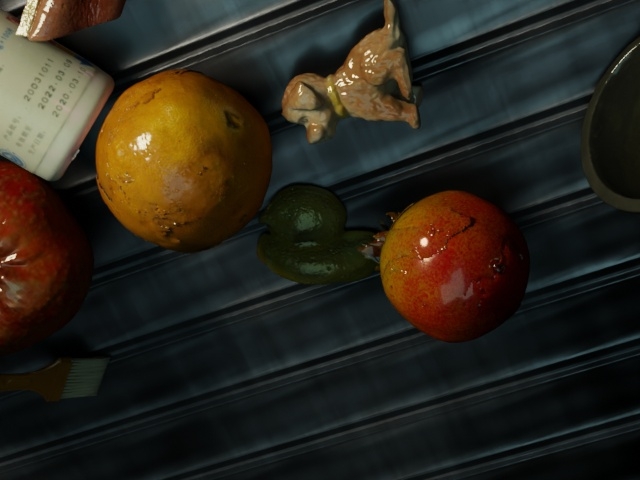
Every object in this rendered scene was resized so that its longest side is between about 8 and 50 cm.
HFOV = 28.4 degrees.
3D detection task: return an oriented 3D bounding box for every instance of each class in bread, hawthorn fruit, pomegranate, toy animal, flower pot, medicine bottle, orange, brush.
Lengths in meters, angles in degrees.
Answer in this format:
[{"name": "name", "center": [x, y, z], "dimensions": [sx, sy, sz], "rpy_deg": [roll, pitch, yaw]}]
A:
[{"name": "bread", "center": [0.000, 0.000, 1.815], "dimensions": [0.187, 0.065, 0.149], "rpy_deg": [11, 115, 2]}, {"name": "hawthorn fruit", "center": [-0.463, 0.019, 1.767], "dimensions": [0.275, 0.299, 0.275], "rpy_deg": [-6, 103, -26]}, {"name": "pomegranate", "center": [0.172, 0.033, 1.737], "dimensions": [0.235, 0.210, 0.210], "rpy_deg": [9, 123, 30]}, {"name": "bread", "center": [-0.309, -0.333, 1.635], "dimensions": [0.119, 0.067, 0.192], "rpy_deg": [20, 96, -35]}, {"name": "toy animal", "center": [0.029, -0.226, 1.666], "dimensions": [0.185, 0.104, 0.184], "rpy_deg": [-7, 120, 15]}, {"name": "flower pot", "center": [0.483, -0.138, 1.610], "dimensions": [0.166, 0.269, 0.269], "rpy_deg": [20, 121, -30]}, {"name": "medicine bottle", "center": [-0.433, -0.217, 1.673], "dimensions": [0.293, 0.170, 0.170], "rpy_deg": [32, 117, -12]}, {"name": "orange", "center": [-0.181, -0.104, 1.676], "dimensions": [0.240, 0.240, 0.240], "rpy_deg": [2, 119, 4]}, {"name": "brush", "center": [-0.471, 0.214, 1.908], "dimensions": [0.314, 0.017, 0.090], "rpy_deg": [1, 125, -34]}]
